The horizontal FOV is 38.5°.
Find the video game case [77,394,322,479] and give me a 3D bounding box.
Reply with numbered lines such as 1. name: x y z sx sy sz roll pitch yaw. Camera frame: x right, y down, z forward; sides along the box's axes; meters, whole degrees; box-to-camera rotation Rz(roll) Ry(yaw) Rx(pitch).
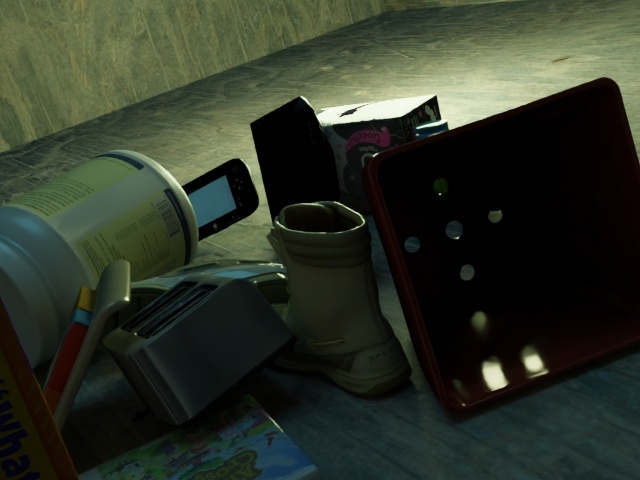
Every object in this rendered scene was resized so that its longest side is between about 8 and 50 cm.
1. video game case: -0.130 0.238 0.908 0.212 0.023 0.193 -23 21 -18

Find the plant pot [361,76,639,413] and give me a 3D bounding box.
1. plant pot: 0.183 -0.003 1.006 0.267 0.267 0.236 -19 8 -10

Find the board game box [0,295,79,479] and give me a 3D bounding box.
1. board game box: -0.381 0.238 0.610 0.356 0.357 0.356 -31 25 -36

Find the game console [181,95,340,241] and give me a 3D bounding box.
1. game console: -0.126 -0.080 1.560 0.361 0.213 0.044 -25 -20 31

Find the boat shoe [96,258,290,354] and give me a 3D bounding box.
1. boat shoe: -0.170 0.089 1.231 0.302 0.113 0.103 -5 19 0

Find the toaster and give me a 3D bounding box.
1. toaster: -0.143 0.120 1.019 0.185 0.110 0.168 -37 14 -19

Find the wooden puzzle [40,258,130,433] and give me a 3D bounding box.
1. wooden puzzle: -0.284 0.141 1.029 0.239 0.044 0.221 -62 15 4

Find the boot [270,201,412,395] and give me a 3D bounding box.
1. boot: -0.016 0.053 1.048 0.095 0.204 0.262 -27 22 -28

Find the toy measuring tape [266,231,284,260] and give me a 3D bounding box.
1. toy measuring tape: 0.000 0.000 1.331 0.121 0.121 0.330 -20 11 -9

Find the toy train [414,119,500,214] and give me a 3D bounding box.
1. toy train: 0.250 -0.112 1.372 0.248 0.143 0.105 5 29 45

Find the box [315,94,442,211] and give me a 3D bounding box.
1. box: 0.077 -0.145 1.565 0.247 0.163 0.142 -2 22 34

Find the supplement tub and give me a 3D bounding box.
1. supplement tub: -0.363 0.025 1.350 0.235 0.235 0.325 -1 25 36
